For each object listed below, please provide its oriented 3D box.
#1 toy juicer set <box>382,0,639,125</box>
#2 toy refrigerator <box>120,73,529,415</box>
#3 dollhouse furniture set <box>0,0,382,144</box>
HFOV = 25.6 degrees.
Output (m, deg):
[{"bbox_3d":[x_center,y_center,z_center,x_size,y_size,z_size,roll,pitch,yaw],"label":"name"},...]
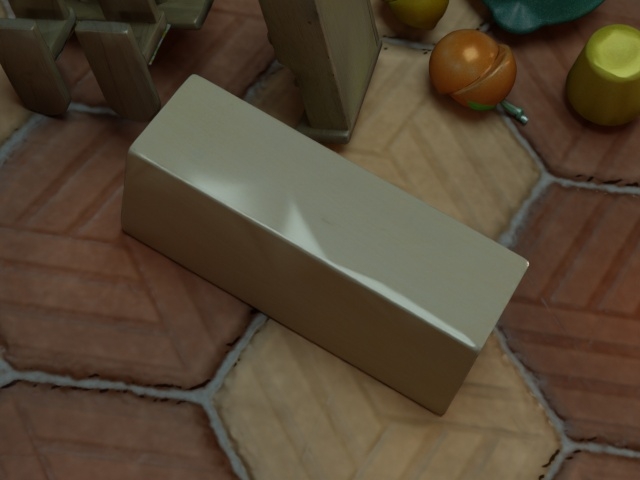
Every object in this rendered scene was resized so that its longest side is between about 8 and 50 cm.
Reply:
[{"bbox_3d":[0.148,-0.240,1.180,0.209,0.089,0.329,-7,67,-1],"label":"toy juicer set"},{"bbox_3d":[0.000,0.000,0.982,0.269,0.102,0.094,29,57,8],"label":"toy refrigerator"},{"bbox_3d":[-0.092,-0.174,1.080,0.242,0.161,0.212,6,54,19],"label":"dollhouse furniture set"}]
